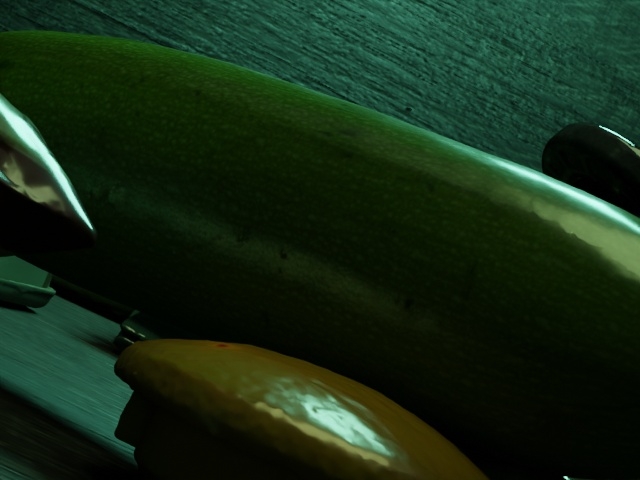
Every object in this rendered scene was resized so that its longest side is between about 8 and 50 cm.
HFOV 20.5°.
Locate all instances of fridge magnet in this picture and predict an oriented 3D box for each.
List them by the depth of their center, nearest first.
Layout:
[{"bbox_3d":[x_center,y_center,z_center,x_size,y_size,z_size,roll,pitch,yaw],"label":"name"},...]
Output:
[{"bbox_3d":[-0.003,0.073,0.572,0.143,0.063,0.143,26,-3,2],"label":"fridge magnet"}]

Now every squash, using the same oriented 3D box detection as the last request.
[{"bbox_3d":[0.000,0.000,0.660,0.395,0.107,0.107,19,-4,28],"label":"squash"}]

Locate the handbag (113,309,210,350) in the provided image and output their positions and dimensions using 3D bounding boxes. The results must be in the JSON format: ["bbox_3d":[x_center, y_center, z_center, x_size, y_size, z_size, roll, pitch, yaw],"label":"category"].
[{"bbox_3d":[0.020,0.078,1.126,0.274,0.100,0.269,26,0,8],"label":"handbag"}]

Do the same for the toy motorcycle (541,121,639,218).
[{"bbox_3d":[0.205,0.004,0.622,0.212,0.125,0.358,52,-13,0],"label":"toy motorcycle"}]

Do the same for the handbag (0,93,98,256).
[{"bbox_3d":[-0.207,-0.056,0.566,0.213,0.127,0.235,28,-15,-37],"label":"handbag"}]

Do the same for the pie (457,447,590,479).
[{"bbox_3d":[0.128,0.135,0.761,0.339,0.083,0.339,23,0,0],"label":"pie"}]

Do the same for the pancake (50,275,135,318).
[{"bbox_3d":[-0.177,0.024,1.352,0.253,0.037,0.253,25,-2,1],"label":"pancake"}]

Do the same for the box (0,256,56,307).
[{"bbox_3d":[-0.204,-0.031,0.970,0.124,0.093,0.172,25,-2,11],"label":"box"}]
